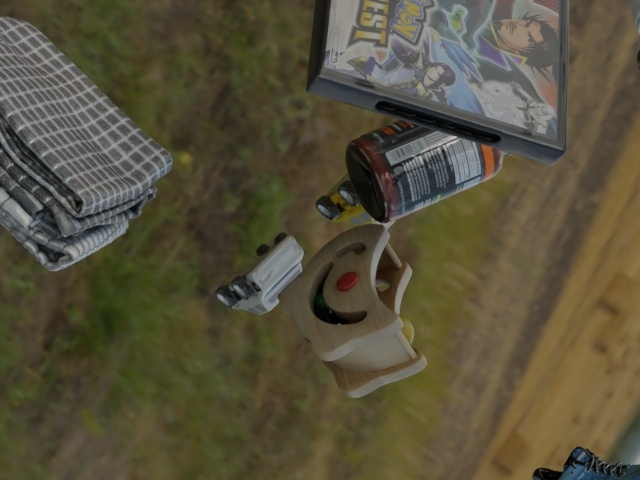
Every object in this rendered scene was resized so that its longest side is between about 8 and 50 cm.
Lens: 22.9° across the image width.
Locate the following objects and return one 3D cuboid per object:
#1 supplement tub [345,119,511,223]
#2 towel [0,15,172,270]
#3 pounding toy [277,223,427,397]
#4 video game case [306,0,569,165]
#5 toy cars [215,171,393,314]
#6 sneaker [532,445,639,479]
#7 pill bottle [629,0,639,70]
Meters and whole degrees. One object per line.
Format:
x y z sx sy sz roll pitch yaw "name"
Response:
0.135 -0.101 1.810 0.198 0.106 0.106 -23 156 -16 "supplement tub"
-0.303 -0.115 1.643 0.121 0.283 0.235 -46 178 16 "towel"
0.057 0.092 1.861 0.154 0.269 0.155 -35 122 -3 "pounding toy"
0.118 -0.224 1.481 0.035 0.248 0.275 131 -31 -55 "video game case"
0.000 0.000 2.088 0.393 0.087 0.176 -41 -174 29 "toy cars"
0.278 0.243 1.603 0.162 0.073 0.063 -23 176 37 "sneaker"
0.369 -0.152 1.499 0.119 0.208 0.119 -11 158 -4 "pill bottle"
